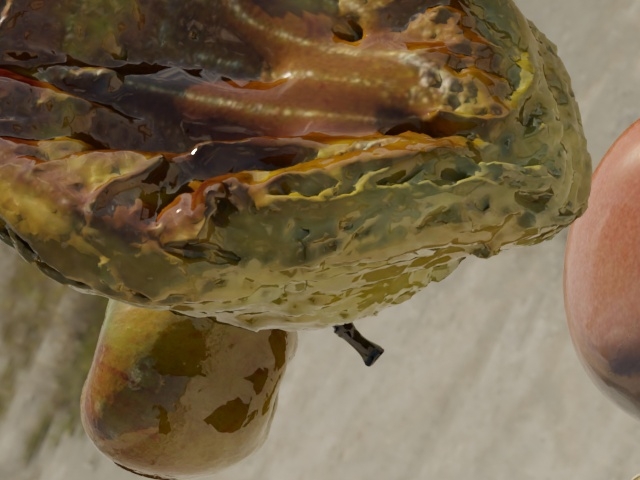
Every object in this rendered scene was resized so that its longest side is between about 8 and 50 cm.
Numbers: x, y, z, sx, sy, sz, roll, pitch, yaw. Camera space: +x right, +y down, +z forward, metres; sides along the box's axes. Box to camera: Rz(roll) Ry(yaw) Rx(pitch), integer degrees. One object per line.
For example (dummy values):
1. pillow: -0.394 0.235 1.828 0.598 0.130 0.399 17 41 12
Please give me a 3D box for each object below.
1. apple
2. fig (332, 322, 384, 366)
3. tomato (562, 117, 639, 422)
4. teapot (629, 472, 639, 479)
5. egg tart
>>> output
1. apple: -0.100 0.101 1.222 0.182 0.155 0.182 -162 90 -81
2. fig: -0.001 -0.001 1.441 0.170 0.274 0.145 -30 27 -23
3. tomato: 0.369 0.039 1.414 0.321 0.321 0.321 -53 22 33
4. teapot: 0.378 0.297 1.495 0.139 0.204 0.298 -45 -9 6
5. egg tart: -0.043 -0.075 0.894 0.153 0.351 0.339 92 157 -52
